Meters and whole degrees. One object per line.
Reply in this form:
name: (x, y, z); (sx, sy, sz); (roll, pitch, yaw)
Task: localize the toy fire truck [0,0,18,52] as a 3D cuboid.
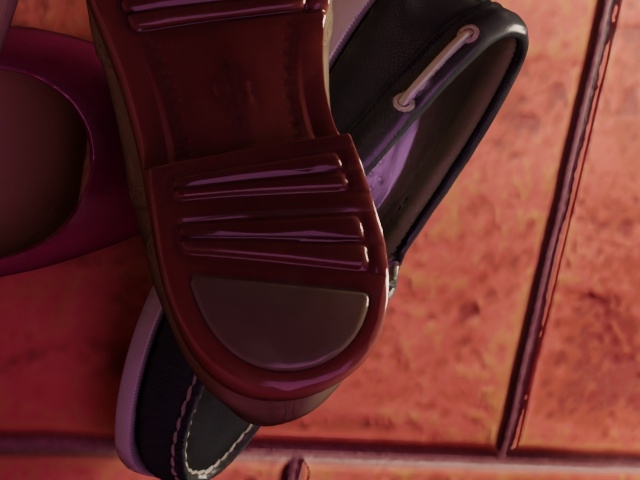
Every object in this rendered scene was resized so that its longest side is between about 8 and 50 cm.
toy fire truck: (-0.234, -0.173, 0.762); (0.246, 0.158, 0.217); (4, 131, -49)

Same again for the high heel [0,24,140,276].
high heel: (-0.179, -0.018, 0.825); (0.377, 0.181, 0.127); (-7, 109, -30)

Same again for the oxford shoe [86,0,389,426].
oxford shoe: (-0.052, -0.081, 0.878); (0.123, 0.130, 0.348); (-2, 70, -10)

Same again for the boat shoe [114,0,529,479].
boat shoe: (0.000, 0.000, 0.966); (0.302, 0.091, 0.114); (-63, 152, 4)
